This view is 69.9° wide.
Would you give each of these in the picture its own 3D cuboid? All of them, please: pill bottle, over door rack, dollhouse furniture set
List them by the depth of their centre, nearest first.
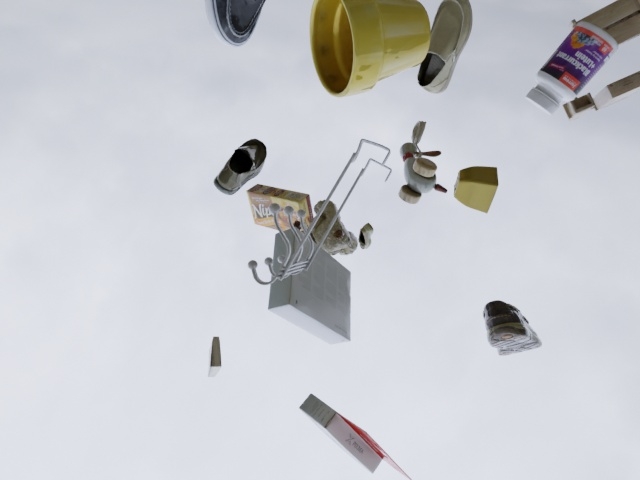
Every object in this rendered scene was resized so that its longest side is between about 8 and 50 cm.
[{"bbox_3d":[-0.002,-0.062,0.902,0.108,0.324,0.239,43,-172,6],"label":"over door rack"},{"bbox_3d":[0.583,-0.399,1.081,0.108,0.193,0.108,29,-156,-14],"label":"pill bottle"},{"bbox_3d":[0.877,-0.610,1.477,0.355,0.304,0.174,68,-164,5],"label":"dollhouse furniture set"}]

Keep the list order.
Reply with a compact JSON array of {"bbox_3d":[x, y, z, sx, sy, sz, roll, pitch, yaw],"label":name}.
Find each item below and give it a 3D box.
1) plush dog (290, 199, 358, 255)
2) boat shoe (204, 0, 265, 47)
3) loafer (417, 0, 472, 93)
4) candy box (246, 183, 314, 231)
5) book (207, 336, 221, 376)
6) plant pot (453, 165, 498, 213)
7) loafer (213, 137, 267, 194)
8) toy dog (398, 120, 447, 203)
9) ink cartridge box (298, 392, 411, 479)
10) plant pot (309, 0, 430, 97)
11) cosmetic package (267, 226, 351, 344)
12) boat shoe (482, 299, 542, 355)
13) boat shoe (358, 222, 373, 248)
[{"bbox_3d":[0.000,0.000,1.834,0.226,0.262,0.210,-29,-165,17],"label":"plush dog"},{"bbox_3d":[-0.111,-0.472,0.759,0.108,0.301,0.102,-2,-149,-42],"label":"boat shoe"},{"bbox_3d":[0.339,-0.536,1.269,0.102,0.268,0.092,31,-140,31],"label":"loafer"},{"bbox_3d":[-0.180,-0.138,2.068,0.317,0.182,0.088,16,-140,35],"label":"candy box"},{"bbox_3d":[-0.340,0.373,1.465,0.035,0.144,0.096,4,-119,-17],"label":"book"},{"bbox_3d":[0.352,-0.123,1.050,0.084,0.081,0.081,13,-139,7],"label":"plant pot"},{"bbox_3d":[-0.211,-0.223,1.312,0.094,0.087,0.251,36,-137,-11],"label":"loafer"},{"bbox_3d":[0.391,-0.267,1.727,0.161,0.220,0.333,19,-125,-10],"label":"toy dog"},{"bbox_3d":[0.094,0.558,1.258,0.060,0.275,0.239,-48,-149,-19],"label":"ink cartridge box"},{"bbox_3d":[0.129,-0.503,1.140,0.239,0.253,0.254,-16,-134,-18],"label":"plant pot"},{"bbox_3d":[-0.023,0.168,1.596,0.098,0.377,0.284,-19,-128,27],"label":"cosmetic package"},{"bbox_3d":[0.562,0.254,1.348,0.133,0.355,0.130,-18,-118,20],"label":"boat shoe"},{"bbox_3d":[0.165,-0.010,1.757,0.048,0.153,0.056,-29,-112,-20],"label":"boat shoe"}]
